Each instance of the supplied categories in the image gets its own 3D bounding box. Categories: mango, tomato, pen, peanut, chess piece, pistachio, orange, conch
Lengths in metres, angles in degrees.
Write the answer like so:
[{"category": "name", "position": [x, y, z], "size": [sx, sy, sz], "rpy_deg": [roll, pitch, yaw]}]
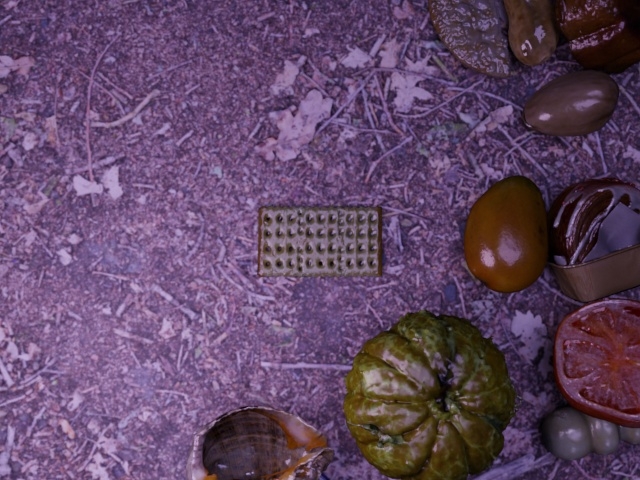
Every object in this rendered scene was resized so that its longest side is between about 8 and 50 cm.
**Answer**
[{"category": "mango", "position": [0.337, -0.013, 1.447], "size": [0.152, 0.120, 0.221], "rpy_deg": [3, 77, -4]}, {"category": "tomato", "position": [0.520, 0.220, 1.380], "size": [0.237, 0.095, 0.236], "rpy_deg": [-8, 56, 12]}, {"category": "pen", "position": [-0.040, 0.388, 1.413], "size": [0.204, 0.025, 0.025], "rpy_deg": [43, 82, -1]}, {"category": "peanut", "position": [0.403, -0.445, 1.510], "size": [0.098, 0.103, 0.229], "rpy_deg": [-7, 84, 32]}, {"category": "chess piece", "position": [0.521, 0.329, 1.429], "size": [0.243, 0.133, 0.133], "rpy_deg": [-12, 85, -2]}, {"category": "pistachio", "position": [0.474, -0.254, 1.492], "size": [0.186, 0.108, 0.126], "rpy_deg": [-20, 80, 2]}, {"category": "orange", "position": [0.179, 0.263, 1.352], "size": [0.300, 0.223, 0.301], "rpy_deg": [28, 79, -13]}, {"category": "conch", "position": [-0.128, 0.397, 1.342], "size": [0.291, 0.159, 0.210], "rpy_deg": [-23, 78, -18]}]

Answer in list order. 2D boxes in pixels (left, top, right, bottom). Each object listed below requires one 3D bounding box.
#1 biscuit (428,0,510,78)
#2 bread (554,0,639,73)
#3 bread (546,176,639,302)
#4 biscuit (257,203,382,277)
[{"category": "biscuit", "position": [0.277, -0.444, 1.525], "size": [0.141, 0.038, 0.289], "rpy_deg": [-7, 83, -6]}, {"category": "bread", "position": [0.539, -0.442, 1.477], "size": [0.247, 0.135, 0.232], "rpy_deg": [11, 80, -35]}, {"category": "bread", "position": [0.515, -0.007, 1.460], "size": [0.225, 0.142, 0.211], "rpy_deg": [-17, 99, -10]}, {"category": "biscuit", "position": [0.000, 0.000, 1.463], "size": [0.232, 0.016, 0.139], "rpy_deg": [1, 85, -5]}]
